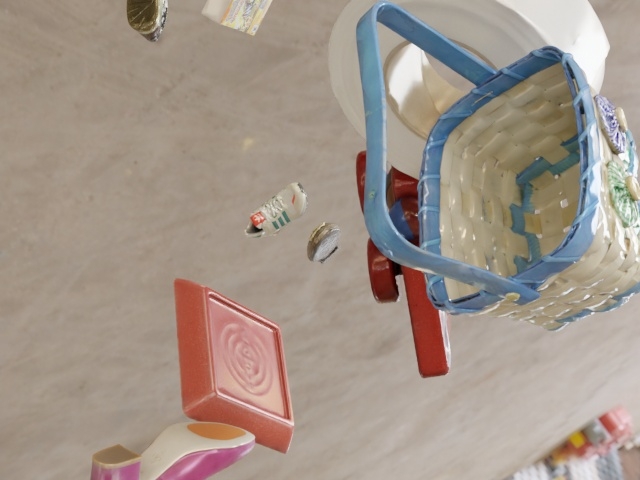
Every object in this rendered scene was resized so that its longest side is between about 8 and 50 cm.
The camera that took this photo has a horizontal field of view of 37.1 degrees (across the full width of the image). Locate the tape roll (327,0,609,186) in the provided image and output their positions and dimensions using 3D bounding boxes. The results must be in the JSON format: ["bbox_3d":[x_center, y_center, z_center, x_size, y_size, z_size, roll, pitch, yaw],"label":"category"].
[{"bbox_3d":[0.154,-0.183,1.021,0.100,0.286,0.286,-56,170,-35],"label":"tape roll"}]

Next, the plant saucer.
[{"bbox_3d":[-0.135,0.204,1.607,0.047,0.259,0.259,-30,140,26],"label":"plant saucer"}]

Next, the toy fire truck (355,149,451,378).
[{"bbox_3d":[0.136,-0.004,1.245,0.169,0.302,0.254,-6,-162,9],"label":"toy fire truck"}]

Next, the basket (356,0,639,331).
[{"bbox_3d":[0.152,-0.061,0.835,0.288,0.255,0.201,18,145,-28],"label":"basket"}]

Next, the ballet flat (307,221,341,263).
[{"bbox_3d":[0.000,0.000,1.875,0.084,0.058,0.250,-42,173,-1],"label":"ballet flat"}]

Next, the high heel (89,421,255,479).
[{"bbox_3d":[-0.169,0.281,1.087,0.244,0.082,0.117,-5,108,-56],"label":"high heel"}]

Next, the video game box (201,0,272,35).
[{"bbox_3d":[-0.119,-0.479,1.721,0.205,0.048,0.187,-60,167,13],"label":"video game box"}]

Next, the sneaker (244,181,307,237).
[{"bbox_3d":[-0.087,-0.050,1.788,0.075,0.057,0.161,-19,164,-41],"label":"sneaker"}]

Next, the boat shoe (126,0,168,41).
[{"bbox_3d":[-0.324,-0.479,1.802,0.080,0.224,0.073,-2,159,5],"label":"boat shoe"}]
